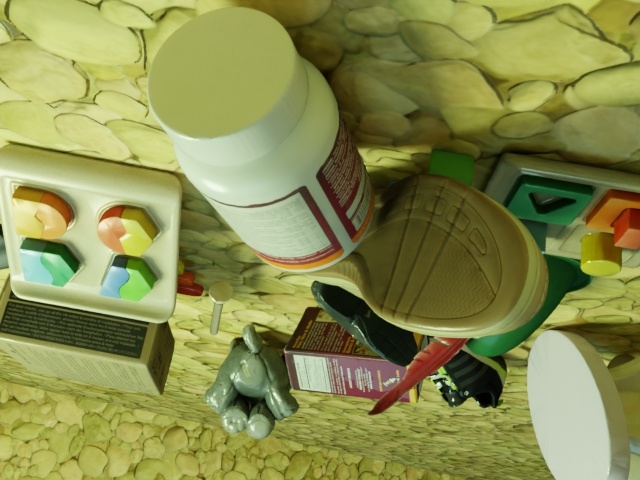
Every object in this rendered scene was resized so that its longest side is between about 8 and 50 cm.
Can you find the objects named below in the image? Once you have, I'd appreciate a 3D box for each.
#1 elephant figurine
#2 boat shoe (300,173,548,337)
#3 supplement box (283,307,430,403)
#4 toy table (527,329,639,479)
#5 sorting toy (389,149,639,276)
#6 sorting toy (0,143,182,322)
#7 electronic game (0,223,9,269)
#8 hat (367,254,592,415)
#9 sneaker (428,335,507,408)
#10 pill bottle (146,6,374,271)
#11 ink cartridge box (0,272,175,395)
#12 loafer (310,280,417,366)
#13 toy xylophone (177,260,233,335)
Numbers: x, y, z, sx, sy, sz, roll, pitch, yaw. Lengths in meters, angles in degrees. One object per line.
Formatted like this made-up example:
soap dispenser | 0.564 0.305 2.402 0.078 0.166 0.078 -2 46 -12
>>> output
elephant figurine | -0.116 0.252 1.492 0.169 0.186 0.239 45 -174 0
boat shoe | 0.089 0.015 0.707 0.110 0.121 0.341 25 178 -26
supplement box | 0.055 0.163 1.186 0.188 0.104 0.080 3 124 19
toy table | 0.390 0.228 1.075 0.161 0.274 0.252 5 127 -8
sorting toy | 0.234 -0.011 0.750 0.348 0.047 0.196 9 160 1
sorting toy | -0.250 0.004 0.889 0.193 0.038 0.208 11 131 -2
electronic game | -0.498 -0.021 1.055 0.229 0.048 0.229 13 154 6
hat | 0.195 0.120 0.921 0.173 0.183 0.209 22 156 -32
sneaker | 0.209 0.209 1.281 0.235 0.097 0.084 21 157 -29
pill bottle | -0.037 -0.066 0.616 0.121 0.121 0.221 3 159 17
ink cartridge box | -0.298 0.129 1.072 0.193 0.088 0.234 12 160 -2
loafer | 0.058 0.102 1.085 0.170 0.062 0.061 44 163 -13
toy xylophone | -0.232 0.047 1.068 0.236 0.081 0.322 14 160 -11
